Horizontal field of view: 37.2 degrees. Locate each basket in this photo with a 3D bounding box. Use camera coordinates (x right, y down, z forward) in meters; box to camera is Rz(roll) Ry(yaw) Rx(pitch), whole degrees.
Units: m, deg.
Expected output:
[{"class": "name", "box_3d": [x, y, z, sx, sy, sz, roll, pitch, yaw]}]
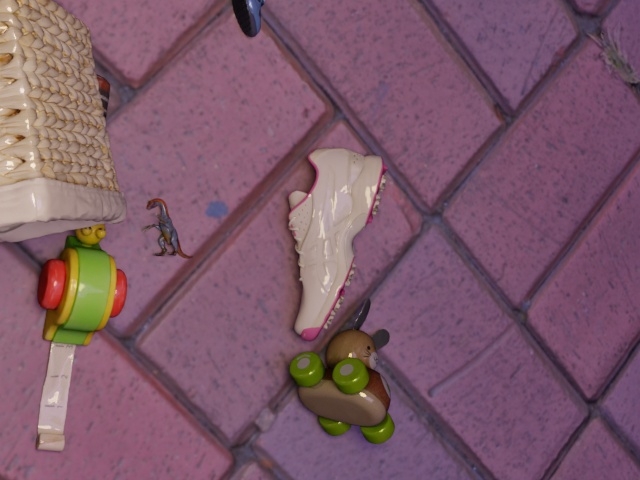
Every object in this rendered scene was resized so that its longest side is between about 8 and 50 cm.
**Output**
[{"class": "basket", "box_3d": [-0.426, -0.122, 1.063, 0.328, 0.331, 0.266, -9, 92, 3]}]

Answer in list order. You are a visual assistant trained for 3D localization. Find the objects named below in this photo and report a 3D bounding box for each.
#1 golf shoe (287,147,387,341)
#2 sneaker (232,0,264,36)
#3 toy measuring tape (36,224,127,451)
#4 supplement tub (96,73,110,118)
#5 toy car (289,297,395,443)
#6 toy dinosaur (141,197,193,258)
[{"class": "golf shoe", "box_3d": [0.000, 0.000, 1.474, 0.140, 0.115, 0.306, 19, 84, 0]}, {"class": "sneaker", "box_3d": [-0.102, -0.380, 1.434, 0.059, 0.053, 0.144, -10, 96, -29]}, {"class": "toy measuring tape", "box_3d": [-0.332, 0.128, 1.286, 0.121, 0.121, 0.330, 11, 86, -27]}, {"class": "supplement tub", "box_3d": [-0.348, -0.128, 1.280, 0.106, 0.106, 0.198, 9, 87, -27]}, {"class": "toy car", "box_3d": [0.062, 0.191, 1.484, 0.188, 0.149, 0.155, -60, 139, -35]}, {"class": "toy dinosaur", "box_3d": [-0.228, -0.018, 1.391, 0.090, 0.047, 0.082, 18, 71, -59]}]
